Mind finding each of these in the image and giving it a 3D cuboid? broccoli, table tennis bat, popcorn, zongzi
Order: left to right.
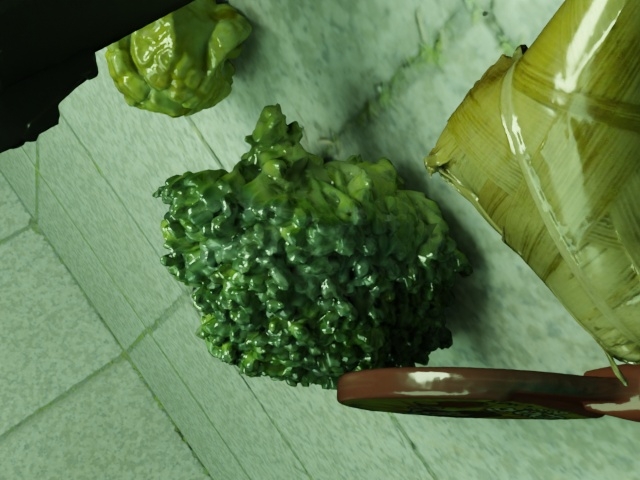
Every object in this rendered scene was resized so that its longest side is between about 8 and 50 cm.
[{"bbox_3d":[-0.142,-0.185,0.678,0.162,0.135,0.141,12,138,52],"label":"popcorn"},{"bbox_3d":[0.000,0.000,0.634,0.288,0.248,0.245,76,-175,-54],"label":"broccoli"},{"bbox_3d":[0.149,0.111,0.522,0.310,0.200,0.038,-11,68,43],"label":"table tennis bat"},{"bbox_3d":[0.167,-0.044,0.367,0.194,0.099,0.197,51,147,9],"label":"zongzi"}]

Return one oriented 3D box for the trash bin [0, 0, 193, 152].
[{"bbox_3d":[-0.153,-0.228,0.455,0.203,0.301,0.252,1,124,58],"label":"trash bin"}]
